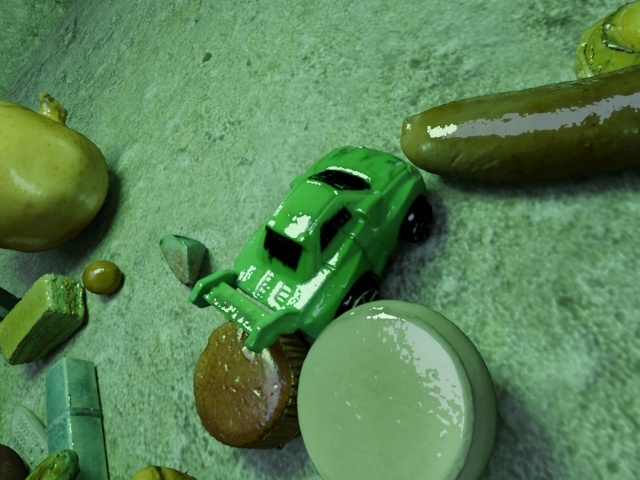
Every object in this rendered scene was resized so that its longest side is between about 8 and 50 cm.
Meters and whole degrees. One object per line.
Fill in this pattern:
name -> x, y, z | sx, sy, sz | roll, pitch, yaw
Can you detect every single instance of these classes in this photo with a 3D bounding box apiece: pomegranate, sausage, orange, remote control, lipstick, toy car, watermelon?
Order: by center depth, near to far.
sausage -> 0.345, -0.153, 0.535 | 0.500, 0.123, 0.136 | -7, 101, 30
toy car -> 0.000, 0.000, 0.627 | 0.213, 0.176, 0.359 | 28, 77, 37
lipstick -> -0.459, 0.363, 0.785 | 0.077, 0.076, 0.290 | -39, 52, 9
remote control -> -0.567, 0.411, 0.849 | 0.229, 0.044, 0.073 | 23, 94, 30
watermelon -> -0.284, 0.031, 0.864 | 0.180, 0.081, 0.094 | 30, 99, 54
orange -> -0.497, 0.084, 0.959 | 0.084, 0.085, 0.085 | -14, 59, 25
pomegranate -> -0.733, -0.172, 1.038 | 0.411, 0.411, 0.412 | -14, 59, 25

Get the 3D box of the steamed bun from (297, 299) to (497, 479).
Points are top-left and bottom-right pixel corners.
steamed bun -> 0.091, 0.189, 0.500 | 0.231, 0.145, 0.232 | -11, 70, 31

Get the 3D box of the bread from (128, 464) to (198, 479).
bread -> -0.257, 0.465, 0.540 | 0.344, 0.195, 0.149 | -48, 31, 1

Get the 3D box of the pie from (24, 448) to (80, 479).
pie -> -0.440, 0.425, 0.608 | 0.240, 0.054, 0.241 | -40, 24, 23

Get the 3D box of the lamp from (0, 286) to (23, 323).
lamp -> -0.930, 0.191, 1.091 | 0.283, 0.203, 0.125 | -22, 37, 25

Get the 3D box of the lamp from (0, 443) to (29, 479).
lamp -> -0.621, 0.472, 0.748 | 0.257, 0.180, 0.180 | -5, 62, 50

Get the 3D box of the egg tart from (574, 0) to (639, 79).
egg tart -> 0.454, -0.273, 0.573 | 0.191, 0.074, 0.192 | -13, 60, 22

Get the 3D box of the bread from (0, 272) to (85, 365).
bread -> -0.645, 0.184, 0.976 | 0.196, 0.102, 0.138 | -46, 49, 6

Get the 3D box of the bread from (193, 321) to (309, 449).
bread -> -0.103, 0.208, 0.635 | 0.199, 0.104, 0.199 | -13, 60, 25
